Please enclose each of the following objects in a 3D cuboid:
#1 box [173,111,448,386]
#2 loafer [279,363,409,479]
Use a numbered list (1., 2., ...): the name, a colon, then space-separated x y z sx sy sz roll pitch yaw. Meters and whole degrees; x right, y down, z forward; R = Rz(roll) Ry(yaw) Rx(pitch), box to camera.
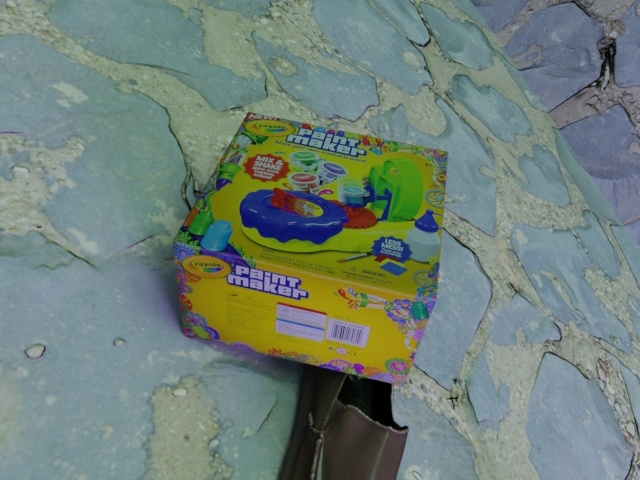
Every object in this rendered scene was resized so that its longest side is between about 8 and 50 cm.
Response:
1. box: 0.000 0.000 0.747 0.290 0.177 0.279 12 44 4
2. loafer: 0.035 0.259 0.695 0.134 0.130 0.365 24 46 -25
